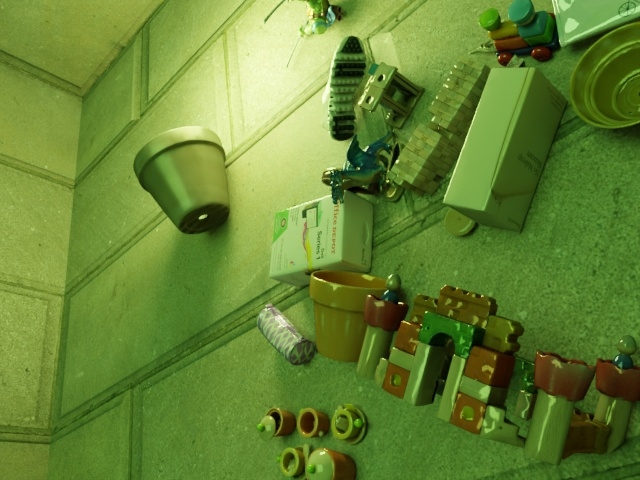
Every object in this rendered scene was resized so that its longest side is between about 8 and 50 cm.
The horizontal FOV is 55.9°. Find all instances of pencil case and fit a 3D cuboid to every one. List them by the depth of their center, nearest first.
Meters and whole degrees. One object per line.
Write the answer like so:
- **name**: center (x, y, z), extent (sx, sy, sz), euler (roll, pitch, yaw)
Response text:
- **pencil case**: center (-0.099, 0.260, 1.658), extent (0.206, 0.086, 0.088), euler (32, 132, 47)

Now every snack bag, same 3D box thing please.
- **snack bag**: center (0.622, -0.609, 1.233), extent (0.323, 0.037, 0.343), euler (-15, 76, 36)

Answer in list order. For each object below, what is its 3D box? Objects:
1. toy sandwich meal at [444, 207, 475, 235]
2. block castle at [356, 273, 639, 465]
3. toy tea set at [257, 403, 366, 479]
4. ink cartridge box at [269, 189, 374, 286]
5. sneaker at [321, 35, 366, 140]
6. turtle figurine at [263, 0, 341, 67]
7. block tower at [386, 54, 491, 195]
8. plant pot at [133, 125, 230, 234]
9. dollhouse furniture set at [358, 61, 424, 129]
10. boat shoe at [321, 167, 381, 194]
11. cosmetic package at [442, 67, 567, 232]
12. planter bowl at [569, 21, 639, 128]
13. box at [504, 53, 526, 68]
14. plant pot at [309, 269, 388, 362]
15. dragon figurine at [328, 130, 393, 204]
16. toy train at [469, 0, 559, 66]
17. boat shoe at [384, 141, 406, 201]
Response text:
- **toy sandwich meal**: center (0.323, -0.045, 1.388), extent (0.085, 0.029, 0.086), euler (-18, 62, 36)
- **block castle**: center (0.306, 0.207, 1.091), extent (0.453, 0.303, 0.213), euler (15, 91, 49)
- **toy tea set**: center (-0.046, 0.496, 1.472), extent (0.336, 0.124, 0.200), euler (-13, 64, 43)
- **ink cartridge box**: center (0.000, 0.000, 1.644), extent (0.278, 0.117, 0.201), euler (-15, 63, 42)
- **sneaker**: center (0.053, -0.439, 1.731), extent (0.118, 0.110, 0.292), euler (-133, 48, -55)
- **turtle figurine**: center (-0.074, -0.779, 2.005), extent (0.274, 0.198, 0.266), euler (-21, 55, 36)
- **block tower**: center (0.301, -0.268, 1.460), extent (0.335, 0.097, 0.091), euler (-60, 42, 12)
- **plant pot**: center (-0.449, -0.187, 2.101), extent (0.323, 0.323, 0.280), euler (-40, 65, 28)
- **dollhouse furniture set**: center (0.157, -0.407, 1.644), extent (0.183, 0.129, 0.129), euler (40, 104, 47)
- **boat shoe**: center (0.076, -0.160, 1.666), extent (0.207, 0.073, 0.073), euler (3, 74, 48)
- **cosmetic package**: center (0.392, -0.190, 1.277), extent (0.113, 0.160, 0.309), euler (17, 87, 48)
- **planter bowl**: center (0.600, -0.297, 1.152), extent (0.217, 0.090, 0.217), euler (-22, 57, 39)
- **box**: center (0.414, -0.346, 1.372), extent (0.027, 0.094, 0.137), euler (38, 105, 17)
- **plant pot**: center (0.068, 0.184, 1.451), extent (0.205, 0.205, 0.188), euler (15, 101, 49)
- **dragon figurine**: center (0.106, -0.212, 1.556), extent (0.085, 0.144, 0.289), euler (99, -173, -59)
- **toy train**: center (0.411, -0.480, 1.393), extent (0.248, 0.143, 0.105), euler (6, 78, 48)
- **boat shoe**: center (0.195, -0.178, 1.565), extent (0.056, 0.048, 0.153), euler (13, 83, 49)
